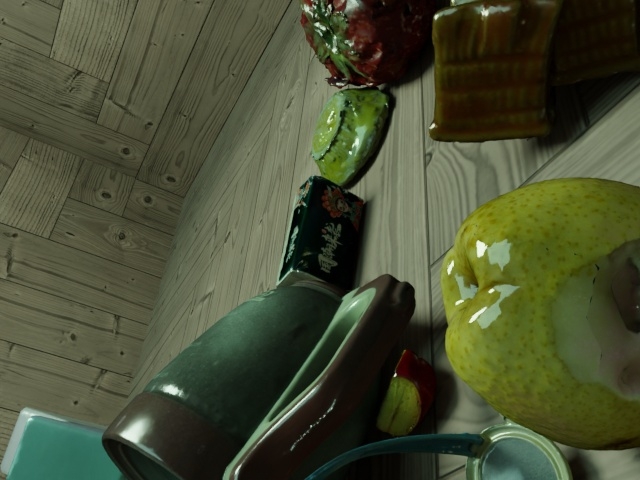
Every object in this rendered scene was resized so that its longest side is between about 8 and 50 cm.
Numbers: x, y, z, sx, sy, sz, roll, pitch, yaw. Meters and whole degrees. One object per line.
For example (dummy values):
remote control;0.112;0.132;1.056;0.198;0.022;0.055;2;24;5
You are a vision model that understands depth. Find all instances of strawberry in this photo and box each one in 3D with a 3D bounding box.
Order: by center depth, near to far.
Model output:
strawberry;0.079;-0.385;1.068;0.220;0.274;0.274;-34;10;-18

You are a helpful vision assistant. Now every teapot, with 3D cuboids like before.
teapot;-0.033;0.161;0.710;0.312;0.233;0.315;-50;8;-32

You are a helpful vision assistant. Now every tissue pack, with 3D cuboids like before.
tissue pack;0.000;0.001;1.005;0.090;0.103;0.170;-33;39;54

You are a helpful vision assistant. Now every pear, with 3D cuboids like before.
pear;0.158;0.042;0.419;0.178;0.178;0.178;-54;23;36

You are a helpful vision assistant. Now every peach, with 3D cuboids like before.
peach;0.087;0.157;0.667;0.083;0.050;0.077;-60;-12;-14

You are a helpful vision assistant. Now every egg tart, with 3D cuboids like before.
egg tart;0.041;-0.181;1.136;0.197;0.078;0.197;-55;24;40

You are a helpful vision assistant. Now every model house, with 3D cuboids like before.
model house;0.198;-0.208;0.623;0.220;0.200;0.229;-16;-73;-64

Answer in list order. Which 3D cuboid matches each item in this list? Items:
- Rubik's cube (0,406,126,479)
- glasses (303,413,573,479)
Rubik's cube;-0.281;0.405;0.910;0.368;0.387;0.358;-22;52;62
glasses;0.083;0.200;0.405;0.189;0.221;0.088;-133;43;-55
